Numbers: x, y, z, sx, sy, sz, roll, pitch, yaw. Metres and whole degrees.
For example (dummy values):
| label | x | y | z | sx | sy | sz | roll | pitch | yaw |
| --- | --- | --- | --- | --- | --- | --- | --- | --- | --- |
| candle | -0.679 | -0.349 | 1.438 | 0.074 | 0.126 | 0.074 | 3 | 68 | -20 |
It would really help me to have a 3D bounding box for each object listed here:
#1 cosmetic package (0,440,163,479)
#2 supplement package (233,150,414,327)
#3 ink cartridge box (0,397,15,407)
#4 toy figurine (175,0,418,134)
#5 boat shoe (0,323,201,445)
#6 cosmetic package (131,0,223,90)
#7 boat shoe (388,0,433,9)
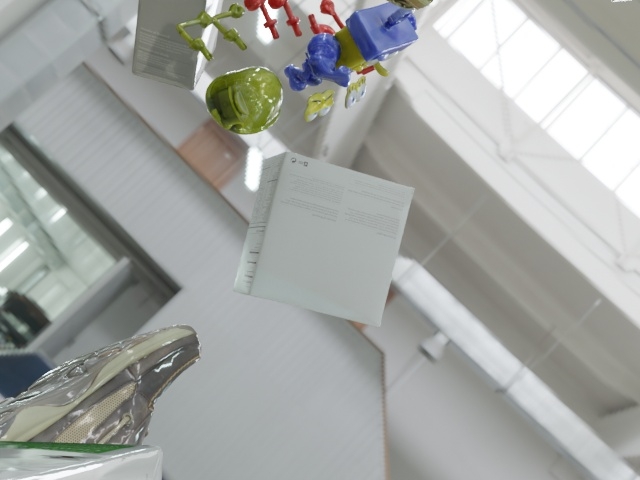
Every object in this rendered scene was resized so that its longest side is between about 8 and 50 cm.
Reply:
| label | x | y | z | sx | sy | sz | roll | pitch | yaw |
| --- | --- | --- | --- | --- | --- | --- | --- | --- | --- |
| cosmetic package | -0.202 | 0.169 | 0.436 | 0.197 | 0.155 | 0.365 | 1 | -10 | 3 |
| supplement package | 0.000 | 0.000 | 1.447 | 0.194 | 0.203 | 0.149 | 15 | -4 | -14 |
| ink cartridge box | -0.356 | 0.312 | 1.341 | 0.208 | 0.045 | 0.206 | 59 | -9 | 10 |
| toy figurine | 0.017 | -0.281 | 1.357 | 0.217 | 0.362 | 0.191 | -20 | -86 | 40 |
| boat shoe | -0.257 | 0.203 | 1.091 | 0.132 | 0.355 | 0.130 | -17 | -81 | 44 |
| cosmetic package | -0.189 | -0.343 | 1.401 | 0.107 | 0.127 | 0.238 | 15 | -49 | 2 |
| boat shoe | 0.080 | -0.295 | 1.175 | 0.056 | 0.048 | 0.153 | 26 | 17 | -39 |
